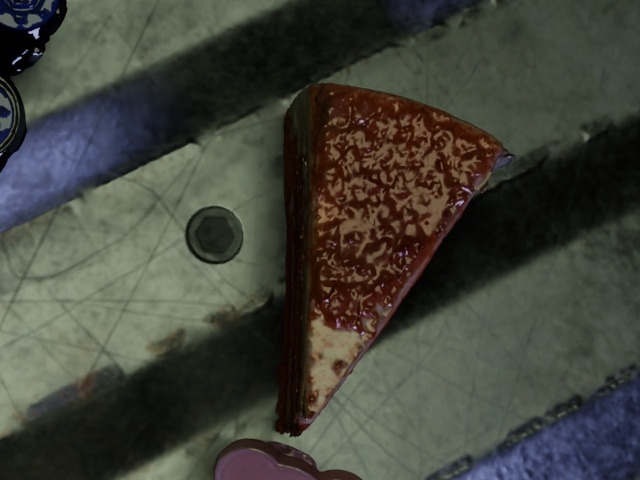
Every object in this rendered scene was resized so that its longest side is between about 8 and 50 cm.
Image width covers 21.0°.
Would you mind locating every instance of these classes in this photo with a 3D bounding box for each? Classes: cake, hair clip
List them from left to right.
[{"bbox_3d":[-0.040,0.218,1.285,0.123,0.102,0.138,28,80,-6],"label":"hair clip"},{"bbox_3d":[0.000,0.000,1.290,0.160,0.158,0.262,37,79,-2],"label":"cake"}]

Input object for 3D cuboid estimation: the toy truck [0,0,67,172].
[{"bbox_3d":[-0.284,-0.141,1.229,0.177,0.161,0.213,20,80,-15],"label":"toy truck"}]
